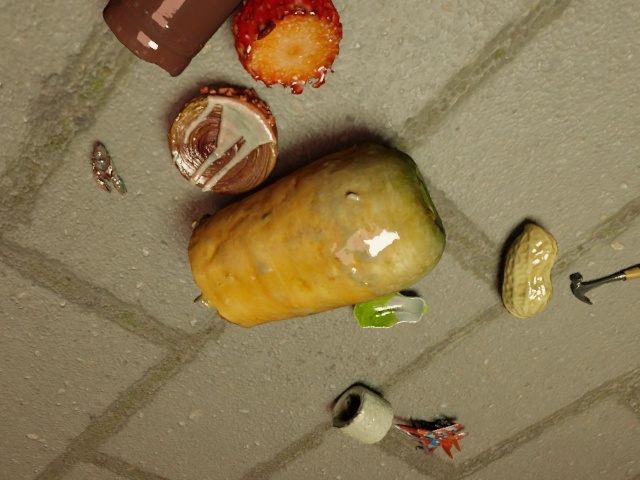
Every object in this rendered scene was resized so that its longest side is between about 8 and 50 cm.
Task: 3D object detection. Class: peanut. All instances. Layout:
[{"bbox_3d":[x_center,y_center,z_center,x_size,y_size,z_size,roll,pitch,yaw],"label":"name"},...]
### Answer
[{"bbox_3d":[0.366,0.061,0.812,0.083,0.093,0.194,2,126,14],"label":"peanut"}]

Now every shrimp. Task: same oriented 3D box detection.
[{"bbox_3d":[-0.338,-0.106,0.723,0.038,0.029,0.092,-10,126,4],"label":"shrimp"}]

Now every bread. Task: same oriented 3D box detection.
[{"bbox_3d":[-0.136,-0.147,0.677,0.161,0.073,0.160,1,121,2],"label":"bread"}]

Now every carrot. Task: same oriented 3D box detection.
[{"bbox_3d":[0.000,0.000,0.687,0.341,0.224,0.224,-23,120,18],"label":"carrot"}]

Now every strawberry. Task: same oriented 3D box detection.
[{"bbox_3d":[-0.041,-0.260,0.584,0.145,0.086,0.145,-23,160,-9],"label":"strawberry"}]

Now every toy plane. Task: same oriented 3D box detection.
[{"bbox_3d":[0.248,0.447,1.073,0.189,0.061,0.130,28,119,-13],"label":"toy plane"}]

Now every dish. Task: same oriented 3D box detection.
[{"bbox_3d":[0.130,0.120,0.873,0.137,0.039,0.091,2,117,-4],"label":"dish"}]

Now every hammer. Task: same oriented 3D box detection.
[{"bbox_3d":[0.574,0.068,0.861,0.201,0.021,0.078,-19,121,12],"label":"hammer"}]

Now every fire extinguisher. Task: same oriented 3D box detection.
[{"bbox_3d":[-0.100,-0.341,0.521,0.337,0.135,0.114,-40,157,21],"label":"fire extinguisher"}]

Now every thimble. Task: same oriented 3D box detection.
[{"bbox_3d":[0.089,0.376,0.997,0.090,0.102,0.115,34,108,-20],"label":"thimble"}]
